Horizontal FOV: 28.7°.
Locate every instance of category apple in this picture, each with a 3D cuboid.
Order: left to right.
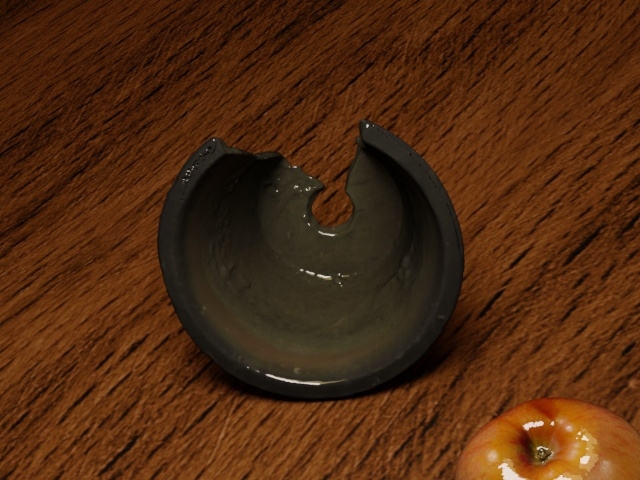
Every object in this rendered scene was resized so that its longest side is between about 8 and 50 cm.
[{"bbox_3d":[0.242,0.257,1.287,0.209,0.164,0.209,-10,36,8],"label":"apple"}]

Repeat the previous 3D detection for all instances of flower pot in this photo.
[{"bbox_3d":[0.000,0.000,1.634,0.379,0.379,0.251,-7,15,8],"label":"flower pot"}]
